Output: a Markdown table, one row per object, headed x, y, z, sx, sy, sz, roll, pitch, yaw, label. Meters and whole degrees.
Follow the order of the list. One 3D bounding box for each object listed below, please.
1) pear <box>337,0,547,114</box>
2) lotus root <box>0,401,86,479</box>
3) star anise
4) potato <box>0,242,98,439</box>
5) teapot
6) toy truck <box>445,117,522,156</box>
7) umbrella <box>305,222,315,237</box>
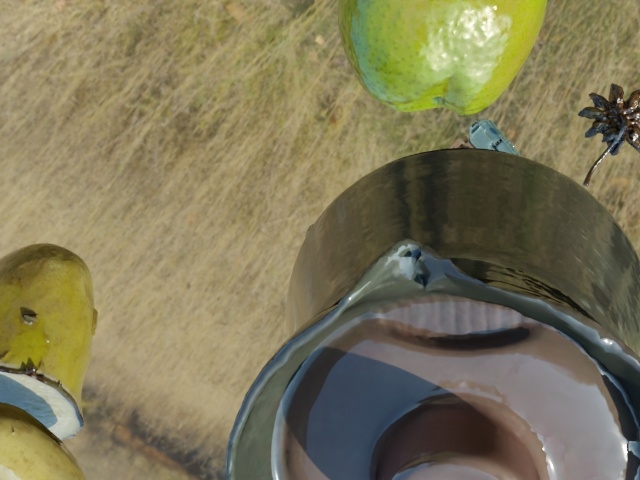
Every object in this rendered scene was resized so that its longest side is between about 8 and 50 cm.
| x | y | z | sx | sy | sz | roll | pitch | yaw | label |
| --- | --- | --- | --- | --- | --- | --- | --- | --- | --- |
| 0.203 | -0.398 | 1.266 | 0.391 | 0.391 | 0.391 | 26 | 156 | 12 | pear |
| -0.466 | 0.345 | 1.099 | 0.160 | 0.146 | 0.284 | -12 | 126 | 49 | lotus root |
| 0.681 | -0.245 | 1.636 | 0.178 | 0.233 | 0.073 | -4 | -177 | 4 | star anise |
| -0.550 | 0.189 | 1.319 | 0.290 | 0.295 | 0.397 | 20 | 140 | -23 | potato |
| 0.101 | 0.132 | 0.513 | 0.306 | 0.362 | 0.375 | -9 | 101 | 15 | teapot |
| 0.470 | -0.148 | 1.876 | 0.338 | 0.133 | 0.184 | 48 | 114 | 7 | toy truck |
| 0.000 | 0.000 | 1.685 | 0.067 | 0.062 | 0.143 | 63 | 179 | -23 | umbrella |
